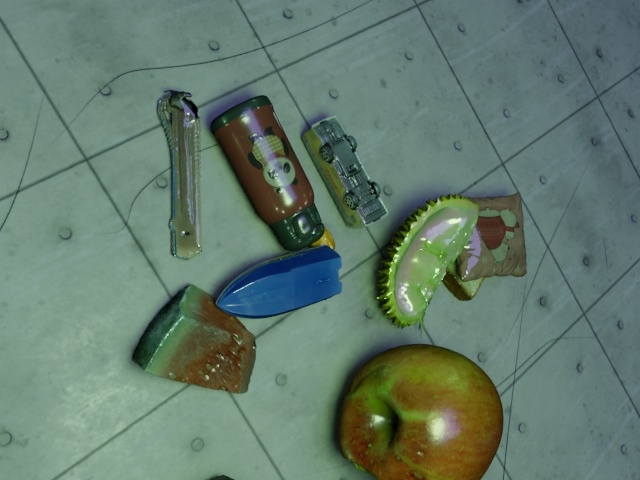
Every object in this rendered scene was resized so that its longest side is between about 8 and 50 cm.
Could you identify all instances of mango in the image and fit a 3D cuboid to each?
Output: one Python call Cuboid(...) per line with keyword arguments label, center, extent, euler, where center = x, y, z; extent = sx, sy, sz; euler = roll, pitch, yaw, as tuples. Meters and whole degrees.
Cuboid(label="mango", center=(0.000, 0.000, 1.486), extent=(0.060, 0.046, 0.089), euler=(-30, 93, -28))

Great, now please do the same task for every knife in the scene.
Cuboid(label="knife", center=(-0.293, -0.139, 1.367), extent=(0.089, 0.043, 0.365), euler=(-5, 84, 5))

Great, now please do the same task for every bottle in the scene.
Cuboid(label="bottle", center=(-0.102, -0.138, 1.409), extent=(0.144, 0.144, 0.336), euler=(-32, 98, -28))

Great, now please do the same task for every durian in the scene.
Cuboid(label="durian", center=(0.239, 0.039, 1.507), extent=(0.169, 0.158, 0.352), euler=(27, 91, 9))

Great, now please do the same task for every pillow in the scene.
Cuboid(label="pillow", center=(0.424, -0.013, 1.611), extent=(0.236, 0.084, 0.223), euler=(-4, 82, -28))

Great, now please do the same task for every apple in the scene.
Cuboid(label="apple", center=(0.219, 0.389, 1.372), extent=(0.340, 0.339, 0.339), euler=(5, 78, -26))

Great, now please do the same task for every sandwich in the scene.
Cuboid(label="sandwich", center=(0.379, 0.026, 1.666), extent=(0.186, 0.065, 0.214), euler=(45, 65, -12))

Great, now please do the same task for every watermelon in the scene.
Cuboid(label="watermelon", center=(-0.221, 0.222, 1.306), extent=(0.257, 0.140, 0.193), euler=(37, 74, -25))

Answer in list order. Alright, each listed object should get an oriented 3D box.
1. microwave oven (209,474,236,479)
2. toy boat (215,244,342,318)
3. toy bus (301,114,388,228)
Cuboid(label="microwave oven", center=(-0.202, 0.654, 1.165), extent=(0.286, 0.218, 0.355), euler=(-19, 89, -30))
Cuboid(label="toy boat", center=(-0.093, 0.097, 1.379), extent=(0.295, 0.088, 0.129), euler=(-15, 112, -35))
Cuboid(label="toy bus", center=(0.054, -0.155, 1.510), extent=(0.092, 0.106, 0.268), euler=(-29, 92, -28))
